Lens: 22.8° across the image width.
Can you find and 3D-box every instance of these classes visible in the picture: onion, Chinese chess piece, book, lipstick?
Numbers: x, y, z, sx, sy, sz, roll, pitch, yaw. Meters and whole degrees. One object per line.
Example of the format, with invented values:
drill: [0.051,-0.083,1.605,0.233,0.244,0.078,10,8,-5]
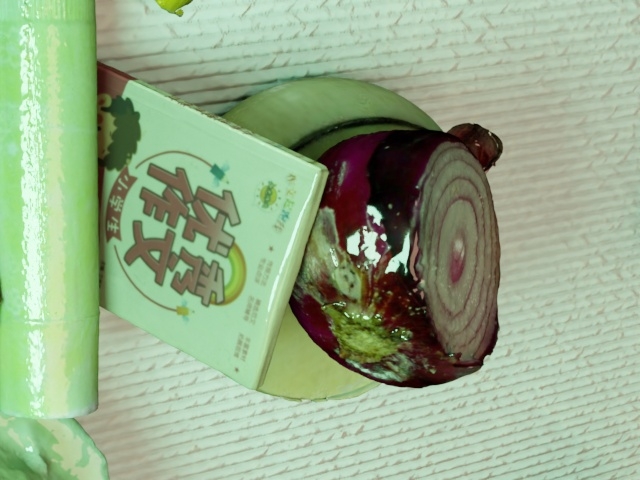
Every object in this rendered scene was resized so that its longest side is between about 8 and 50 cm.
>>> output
onion: [0.060,-0.011,1.130,0.195,0.139,0.218,57,42,-34]
Chinese chess piece: [0.000,0.000,1.238,0.257,0.104,0.257,-13,119,-25]
book: [-0.111,-0.018,1.093,0.022,0.232,0.162,-13,124,-56]
lipstick: [-0.189,-0.033,1.082,0.076,0.076,0.304,-4,100,-29]

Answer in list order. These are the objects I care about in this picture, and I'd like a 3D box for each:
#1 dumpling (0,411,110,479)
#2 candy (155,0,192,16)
dumpling: [-0.301,0.225,1.100,0.320,0.212,0.270,-2,127,-49]
candy: [-0.153,-0.276,1.020,0.297,0.081,0.187,22,103,-37]
